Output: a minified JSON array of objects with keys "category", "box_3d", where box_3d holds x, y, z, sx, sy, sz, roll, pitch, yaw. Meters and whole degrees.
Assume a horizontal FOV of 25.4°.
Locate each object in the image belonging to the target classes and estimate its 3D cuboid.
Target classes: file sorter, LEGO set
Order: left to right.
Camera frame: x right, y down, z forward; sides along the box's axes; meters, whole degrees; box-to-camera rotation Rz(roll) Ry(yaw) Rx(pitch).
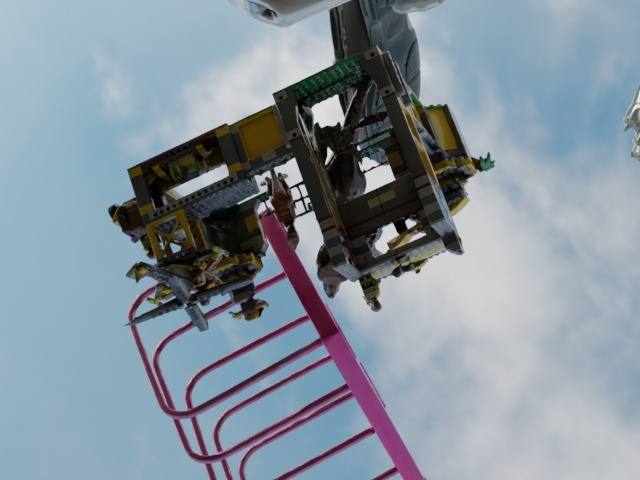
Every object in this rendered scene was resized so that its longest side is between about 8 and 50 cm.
[{"category":"file sorter","box_3d":[-0.041,0.161,1.395,0.182,0.290,0.202,-29,-140,0]},{"category":"LEGO set","box_3d":[0.000,0.000,1.206,0.331,0.255,0.192,-21,-111,4]}]

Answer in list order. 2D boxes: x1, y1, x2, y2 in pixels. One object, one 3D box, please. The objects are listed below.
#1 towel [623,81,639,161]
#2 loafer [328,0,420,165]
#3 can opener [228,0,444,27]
[{"category":"towel","box_3d":[0.377,-0.185,0.960,0.374,0.090,0.320,-64,-159,5]},{"category":"loafer","box_3d":[0.050,-0.210,1.510,0.084,0.267,0.096,20,-141,33]},{"category":"can opener","box_3d":[0.092,-0.127,0.327,0.280,0.093,0.074,-19,-135,1]}]
